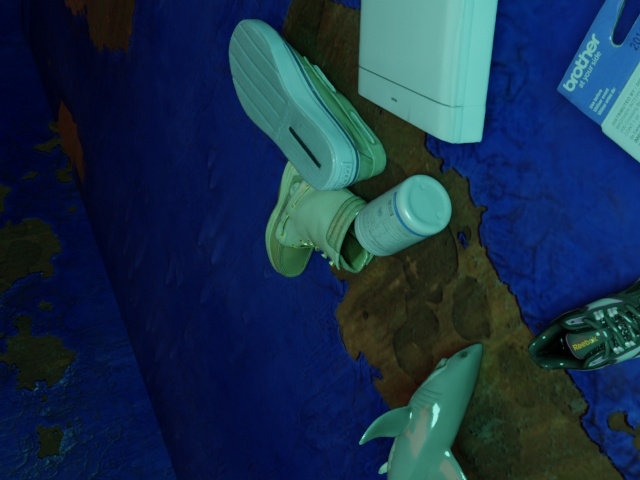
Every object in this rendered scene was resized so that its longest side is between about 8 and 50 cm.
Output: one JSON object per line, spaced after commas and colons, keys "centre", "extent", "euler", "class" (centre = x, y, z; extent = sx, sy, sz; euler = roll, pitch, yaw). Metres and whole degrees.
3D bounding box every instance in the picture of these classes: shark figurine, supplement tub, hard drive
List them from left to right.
{"centre": [0.094, -0.027, 0.790], "extent": [0.107, 0.071, 0.071], "euler": [-31, 75, 60], "class": "supplement tub"}
{"centre": [0.099, -0.294, 0.649], "extent": [0.233, 0.047, 0.353], "euler": [-129, 36, -60], "class": "hard drive"}
{"centre": [0.128, 0.268, 0.771], "extent": [0.116, 0.166, 0.278], "euler": [32, 130, 38], "class": "shark figurine"}

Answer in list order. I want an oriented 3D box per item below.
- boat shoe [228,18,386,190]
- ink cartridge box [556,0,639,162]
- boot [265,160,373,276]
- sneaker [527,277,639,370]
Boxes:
{"centre": [-0.026, -0.178, 0.902], "extent": [0.302, 0.094, 0.109], "euler": [58, 136, 27], "class": "boat shoe"}
{"centre": [0.307, -0.083, 0.420], "extent": [0.311, 0.065, 0.186], "euler": [52, 142, 32], "class": "ink cartridge box"}
{"centre": [0.000, 0.000, 0.954], "extent": [0.165, 0.077, 0.213], "euler": [46, 136, 38], "class": "boot"}
{"centre": [0.246, 0.077, 0.570], "extent": [0.072, 0.077, 0.178], "euler": [65, 147, 17], "class": "sneaker"}
